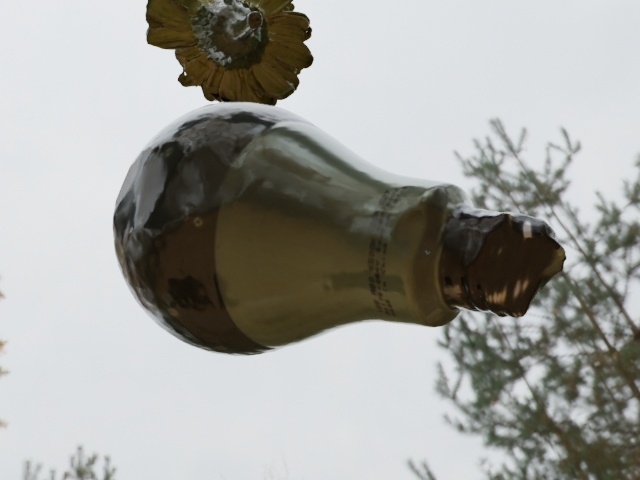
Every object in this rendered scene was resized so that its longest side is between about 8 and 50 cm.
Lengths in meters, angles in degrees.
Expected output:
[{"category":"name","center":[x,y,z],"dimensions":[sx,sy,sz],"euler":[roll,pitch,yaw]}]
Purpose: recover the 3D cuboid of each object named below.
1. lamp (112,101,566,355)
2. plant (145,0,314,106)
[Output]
[{"category":"lamp","center":[-0.014,0.014,0.554],"dimensions":[0.182,0.314,0.182],"euler":[-19,-59,-35]},{"category":"plant","center":[-0.155,-0.351,1.525],"dimensions":[0.306,0.297,0.261],"euler":[-7,-50,-18]}]
